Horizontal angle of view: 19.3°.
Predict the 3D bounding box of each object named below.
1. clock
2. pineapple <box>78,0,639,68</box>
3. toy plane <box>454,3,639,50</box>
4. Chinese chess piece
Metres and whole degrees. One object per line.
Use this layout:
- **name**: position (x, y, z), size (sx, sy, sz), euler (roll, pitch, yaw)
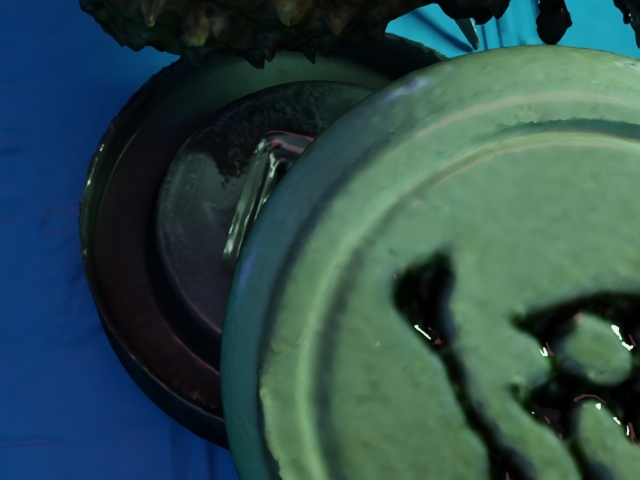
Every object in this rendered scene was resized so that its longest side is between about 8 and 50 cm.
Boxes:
- **clock**: position (0.000, 0.000, 0.848), size (0.215, 0.042, 0.215), euler (1, 61, -2)
- **pineapple**: position (0.075, -0.151, 0.782), size (0.365, 0.165, 0.165), euler (1, 60, 18)
- **toy plane**: position (0.084, -0.190, 0.869), size (0.226, 0.226, 0.058), euler (45, 36, 20)
- **Chinese chess piece**: position (0.086, 0.049, 0.733), size (0.250, 0.101, 0.250), euler (0, 96, -4)
